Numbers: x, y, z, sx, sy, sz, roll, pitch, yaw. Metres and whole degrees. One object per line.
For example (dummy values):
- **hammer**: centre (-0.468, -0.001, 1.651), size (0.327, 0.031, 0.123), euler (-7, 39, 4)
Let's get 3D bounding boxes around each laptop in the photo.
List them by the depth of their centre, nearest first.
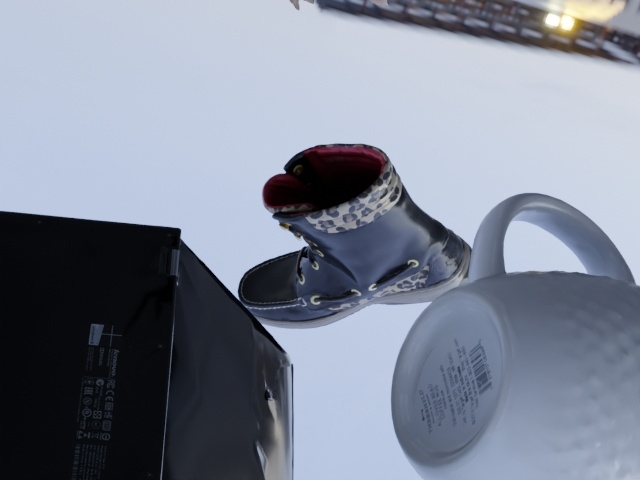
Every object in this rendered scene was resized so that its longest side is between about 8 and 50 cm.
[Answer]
- **laptop**: centre (-0.205, 0.201, 0.963), size (0.408, 0.236, 0.382), euler (6, -127, -9)

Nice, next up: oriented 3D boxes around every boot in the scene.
- **boot**: centre (0.000, 0.000, 1.513), size (0.377, 0.138, 0.284), euler (-8, 146, 27)

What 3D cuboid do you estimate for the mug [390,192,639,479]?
- **mug**: centre (0.245, 0.124, 1.037), size (0.328, 0.276, 0.374), euler (18, -124, -29)

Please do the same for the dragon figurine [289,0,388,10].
- **dragon figurine**: centre (-0.006, -0.277, 0.895), size (0.289, 0.085, 0.144), euler (-9, -119, -30)
